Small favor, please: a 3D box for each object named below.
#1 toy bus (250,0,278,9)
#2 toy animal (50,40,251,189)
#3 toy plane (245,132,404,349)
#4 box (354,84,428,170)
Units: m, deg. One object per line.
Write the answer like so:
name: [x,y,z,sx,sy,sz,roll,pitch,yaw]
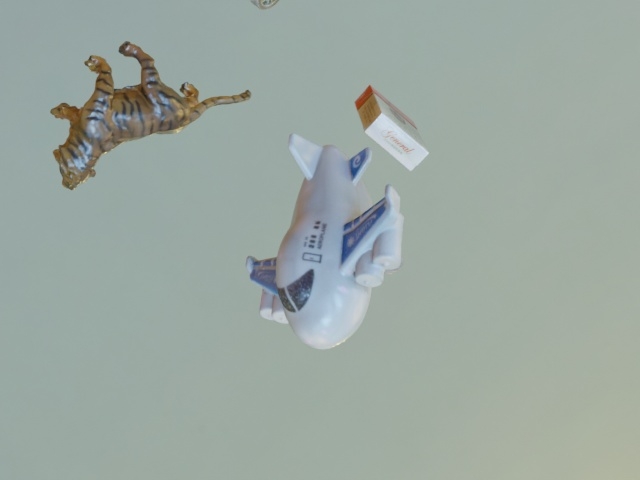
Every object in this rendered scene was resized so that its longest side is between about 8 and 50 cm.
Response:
toy bus: [-0.068,-0.189,0.716,0.074,0.069,0.162,-57,160,20]
toy animal: [-0.187,-0.152,1.384,0.255,0.116,0.114,-15,153,-23]
toy plane: [0.004,0.002,1.445,0.267,0.123,0.266,-30,-131,42]
box: [0.108,-0.175,1.865,0.048,0.100,0.152,-44,-160,16]
